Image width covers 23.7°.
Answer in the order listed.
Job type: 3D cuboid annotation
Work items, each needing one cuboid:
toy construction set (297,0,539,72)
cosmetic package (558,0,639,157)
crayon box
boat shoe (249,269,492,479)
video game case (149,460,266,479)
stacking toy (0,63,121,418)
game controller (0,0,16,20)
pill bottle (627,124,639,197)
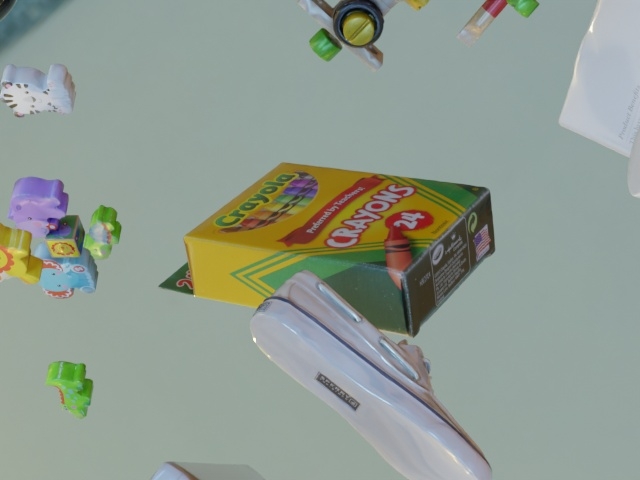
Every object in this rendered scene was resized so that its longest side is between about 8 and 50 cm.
[{"bbox_3d":[0.101,-0.303,1.802,0.309,0.237,0.257,26,-159,-39],"label":"toy construction set"},{"bbox_3d":[0.567,-0.180,2.046,0.161,0.230,0.453,-8,-148,-46],"label":"cosmetic package"},{"bbox_3d":[0.000,0.000,1.628,0.319,0.202,0.081,8,121,30],"label":"crayon box"},{"bbox_3d":[0.060,0.131,1.403,0.267,0.088,0.096,37,147,6],"label":"boat shoe"},{"bbox_3d":[-0.166,0.294,1.161,0.036,0.300,0.329,38,177,11],"label":"video game case"},{"bbox_3d":[-0.197,0.002,1.101,0.221,0.052,0.167,79,-168,-52],"label":"stacking toy"},{"bbox_3d":[-0.452,-0.297,1.522,0.319,0.166,0.067,41,-170,-42],"label":"game controller"},{"bbox_3d":[0.420,-0.061,1.486,0.222,0.124,0.124,12,-169,-6],"label":"pill bottle"}]
